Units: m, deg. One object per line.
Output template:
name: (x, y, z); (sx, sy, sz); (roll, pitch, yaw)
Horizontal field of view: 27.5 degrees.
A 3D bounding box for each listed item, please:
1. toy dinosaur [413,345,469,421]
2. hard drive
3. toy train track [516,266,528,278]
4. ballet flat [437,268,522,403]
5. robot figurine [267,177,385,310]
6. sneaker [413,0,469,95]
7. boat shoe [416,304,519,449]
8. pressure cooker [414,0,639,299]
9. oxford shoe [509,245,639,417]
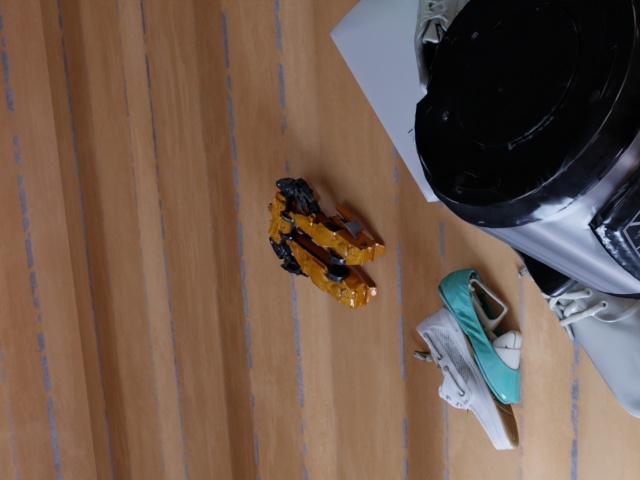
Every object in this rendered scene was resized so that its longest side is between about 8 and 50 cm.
toy dinosaur: (0.234, 0.234, 2.349); (0.183, 0.053, 0.092); (48, 155, 44)
hard drive: (0.176, -0.274, 2.151); (0.233, 0.047, 0.353); (-42, 68, 35)
toy train track: (0.342, 0.041, 2.126); (0.048, 0.014, 0.083); (63, 146, 16)
ballet flat: (0.287, 0.153, 2.199); (0.087, 0.083, 0.247); (-37, 72, 28)
robot figurine: (0.000, 0.000, 2.542); (0.291, 0.085, 0.211); (40, 134, 39)
sneaker: (0.195, -0.343, 2.026); (0.110, 0.118, 0.292); (-5, 81, 26)
boat shoe: (0.249, 0.247, 2.248); (0.096, 0.098, 0.277); (-31, 64, 14)
pressure cooker: (0.378, -0.127, 1.634); (0.370, 0.420, 0.375); (-7, 64, 48)
oxford shoe: (0.389, 0.069, 1.971); (0.169, 0.130, 0.449); (-37, 74, 53)
